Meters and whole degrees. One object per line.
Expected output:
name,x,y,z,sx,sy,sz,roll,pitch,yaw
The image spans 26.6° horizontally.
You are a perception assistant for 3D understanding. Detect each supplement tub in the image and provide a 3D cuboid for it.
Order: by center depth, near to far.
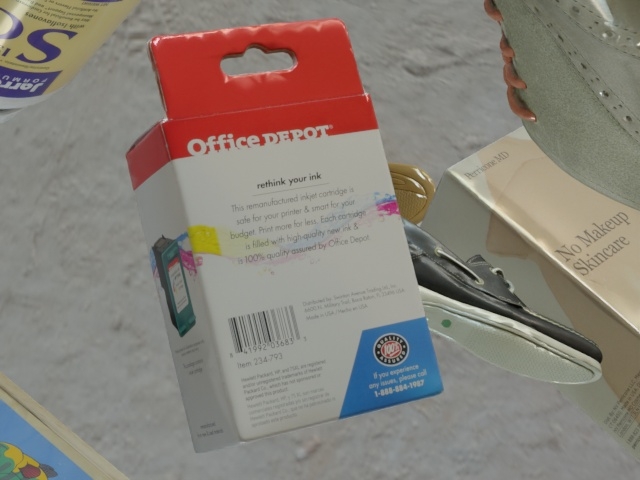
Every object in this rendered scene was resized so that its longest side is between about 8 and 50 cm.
supplement tub,-0.298,-0.278,1.321,0.241,0.241,0.331,37,136,-16

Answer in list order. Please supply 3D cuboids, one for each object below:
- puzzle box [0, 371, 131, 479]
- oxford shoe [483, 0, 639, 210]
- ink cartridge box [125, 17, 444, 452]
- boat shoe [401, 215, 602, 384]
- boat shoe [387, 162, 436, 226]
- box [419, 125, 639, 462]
puzzle box,-0.302,0.211,0.984,0.272,0.409,0.052,-30,126,-30
oxford shoe,0.105,-0.094,0.523,0.397,0.140,0.146,38,135,-17
ink cartridge box,-0.028,-0.005,0.791,0.134,0.078,0.231,-10,82,-26
boat shoe,0.134,0.049,1.117,0.233,0.084,0.079,26,63,-5
boat shoe,0.000,0.000,1.450,0.277,0.098,0.096,-20,151,12
box,0.248,0.045,1.256,0.311,0.148,0.121,42,138,20
